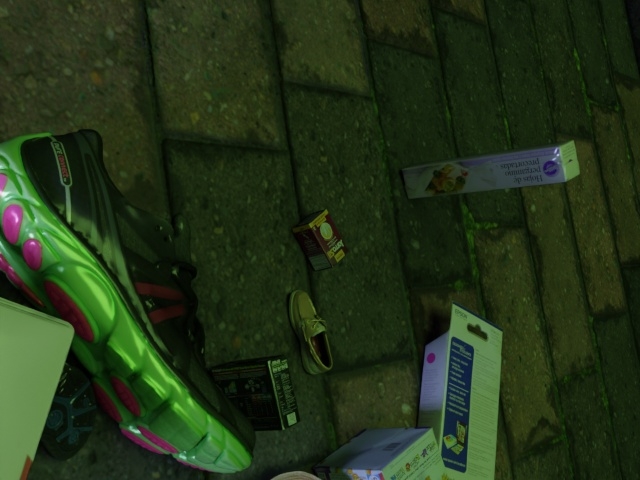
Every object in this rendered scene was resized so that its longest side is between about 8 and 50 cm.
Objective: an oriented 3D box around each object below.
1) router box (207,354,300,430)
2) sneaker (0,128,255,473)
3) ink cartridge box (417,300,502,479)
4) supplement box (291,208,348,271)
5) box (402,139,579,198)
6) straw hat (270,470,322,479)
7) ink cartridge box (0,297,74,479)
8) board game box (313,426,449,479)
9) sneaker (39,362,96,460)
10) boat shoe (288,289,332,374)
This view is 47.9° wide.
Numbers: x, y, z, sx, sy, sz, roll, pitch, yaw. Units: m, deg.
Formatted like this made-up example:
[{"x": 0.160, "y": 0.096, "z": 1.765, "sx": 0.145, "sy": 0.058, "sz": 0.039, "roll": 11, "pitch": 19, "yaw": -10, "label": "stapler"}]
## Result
[{"x": -0.090, "y": 0.206, "z": 0.969, "sx": 0.038, "sy": 0.123, "sz": 0.092, "roll": -11, "pitch": 88, "yaw": -51, "label": "router box"}, {"x": -0.199, "y": 0.077, "z": 0.851, "sx": 0.202, "sy": 0.185, "sz": 0.482, "roll": -43, "pitch": 111, "yaw": -39, "label": "sneaker"}, {"x": 0.260, "y": 0.315, "z": 1.340, "sx": 0.176, "sy": 0.069, "sz": 0.370, "roll": 29, "pitch": 62, "yaw": -36, "label": "ink cartridge box"}, {"x": 0.000, "y": 0.000, "z": 1.176, "sx": 0.055, "sy": 0.043, "sz": 0.083, "roll": -44, "pitch": 111, "yaw": -44, "label": "supplement box"}, {"x": 0.300, "y": -0.125, "z": 1.315, "sx": 0.067, "sy": 0.324, "sz": 0.063, "roll": -26, "pitch": 106, "yaw": -47, "label": "box"}, {"x": -0.027, "y": 0.399, "z": 1.020, "sx": 0.061, "sy": 0.145, "sz": 0.144, "roll": 69, "pitch": 19, "yaw": -75, "label": "straw hat"}, {"x": -0.350, "y": 0.169, "z": 0.580, "sx": 0.131, "sy": 0.306, "sz": 0.226, "roll": 29, "pitch": 59, "yaw": -37, "label": "ink cartridge box"}, {"x": 0.122, "y": 0.445, "z": 1.105, "sx": 0.144, "sy": 0.142, "sz": 0.275, "roll": -21, "pitch": 94, "yaw": -47, "label": "board game box"}, {"x": -0.317, "y": 0.152, "z": 0.791, "sx": 0.080, "sy": 0.081, "sz": 0.211, "roll": -46, "pitch": 129, "yaw": -44, "label": "sneaker"}, {"x": -0.011, "y": 0.141, "z": 1.124, "sx": 0.050, "sy": 0.045, "sz": 0.135, "roll": -17, "pitch": 92, "yaw": -47, "label": "boat shoe"}]
